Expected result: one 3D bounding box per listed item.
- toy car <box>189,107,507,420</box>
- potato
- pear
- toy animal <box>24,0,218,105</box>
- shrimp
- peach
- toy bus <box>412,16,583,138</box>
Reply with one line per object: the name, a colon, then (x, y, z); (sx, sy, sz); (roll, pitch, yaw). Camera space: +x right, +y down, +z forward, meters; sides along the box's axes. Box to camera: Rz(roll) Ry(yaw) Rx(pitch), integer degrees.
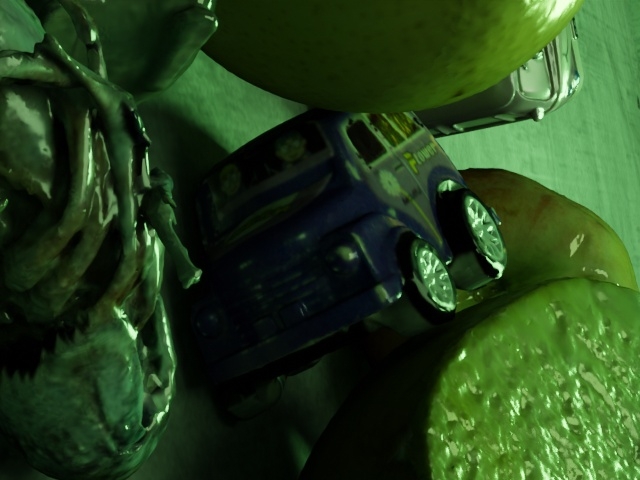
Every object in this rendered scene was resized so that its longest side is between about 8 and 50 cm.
toy car: (0.000, 0.000, 1.145); (0.158, 0.172, 0.235); (61, 24, -3)
potato: (0.060, 0.185, 1.121); (0.212, 0.280, 0.330); (23, 51, -28)
pear: (0.029, -0.245, 1.078); (0.348, 0.348, 0.348); (-11, 90, -70)
toy animal: (-0.140, -0.189, 0.940); (0.125, 0.127, 0.251); (25, 42, -52)
shrimp: (-0.125, -0.032, 0.782); (0.372, 0.172, 0.137); (70, 26, -43)
peach: (0.141, 0.061, 1.399); (0.257, 0.232, 0.232); (66, 18, -75)
toy bus: (0.097, -0.150, 1.403); (0.142, 0.202, 0.142); (-13, 92, -68)
